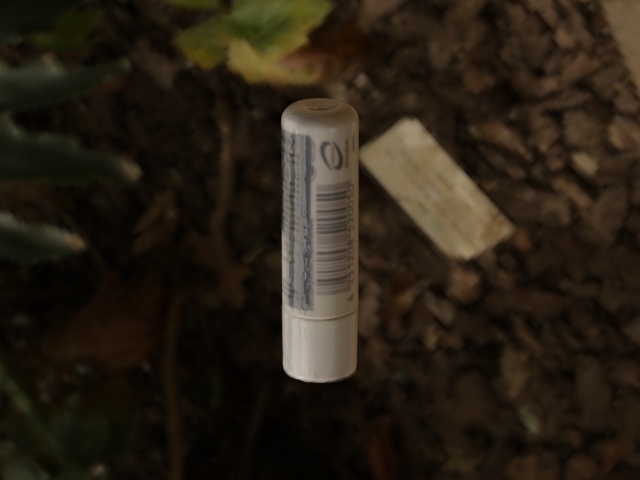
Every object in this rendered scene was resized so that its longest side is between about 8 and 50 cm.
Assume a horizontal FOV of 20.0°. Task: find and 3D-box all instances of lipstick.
[{"bbox_3d":[0.000,0.000,0.906,0.040,0.040,0.141,17,117,37],"label":"lipstick"}]
